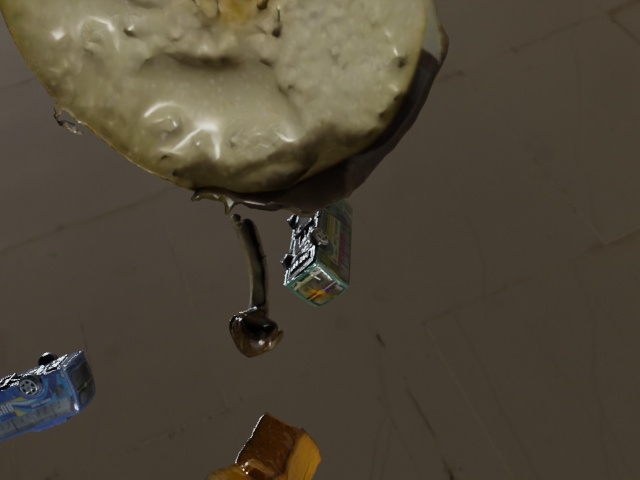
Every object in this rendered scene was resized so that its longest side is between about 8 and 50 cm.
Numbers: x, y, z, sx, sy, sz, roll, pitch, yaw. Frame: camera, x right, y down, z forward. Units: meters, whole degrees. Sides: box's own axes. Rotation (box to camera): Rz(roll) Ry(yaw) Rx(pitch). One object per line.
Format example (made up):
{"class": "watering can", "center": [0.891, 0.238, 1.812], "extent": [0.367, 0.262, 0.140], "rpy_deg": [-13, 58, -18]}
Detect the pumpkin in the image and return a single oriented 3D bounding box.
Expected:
{"class": "pumpkin", "center": [-0.053, 0.266, 0.609], "extent": [0.095, 0.290, 0.258], "rpy_deg": [14, -160, 12]}

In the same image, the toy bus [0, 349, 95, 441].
{"class": "toy bus", "center": [-0.443, 0.237, 1.126], "extent": [0.236, 0.094, 0.079], "rpy_deg": [-21, -164, 12]}

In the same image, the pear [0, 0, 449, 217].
{"class": "pear", "center": [-0.067, -0.146, 0.479], "extent": [0.266, 0.267, 0.178], "rpy_deg": [-27, -168, -18]}

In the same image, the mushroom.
{"class": "mushroom", "center": [-0.082, 0.052, 0.923], "extent": [0.060, 0.061, 0.187], "rpy_deg": [-12, -120, 8]}

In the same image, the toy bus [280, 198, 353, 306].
{"class": "toy bus", "center": [0.000, 0.000, 1.305], "extent": [0.091, 0.109, 0.262], "rpy_deg": [-37, -155, 28]}
